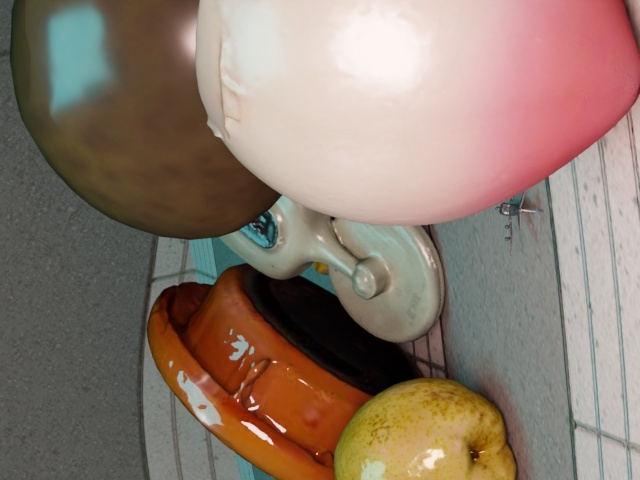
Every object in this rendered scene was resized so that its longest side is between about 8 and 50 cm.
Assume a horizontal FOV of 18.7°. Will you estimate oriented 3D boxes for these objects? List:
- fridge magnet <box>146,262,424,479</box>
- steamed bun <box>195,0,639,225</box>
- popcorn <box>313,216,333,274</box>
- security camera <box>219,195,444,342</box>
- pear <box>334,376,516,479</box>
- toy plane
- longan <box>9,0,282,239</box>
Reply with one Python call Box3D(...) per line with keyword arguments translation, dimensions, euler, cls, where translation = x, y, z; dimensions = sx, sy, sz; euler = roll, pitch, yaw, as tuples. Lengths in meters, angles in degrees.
Box3D(translation=(-0.020, 0.154, 2.091), dimensions=(0.155, 0.363, 0.363), euler=(-56, 29, 16), cls="fridge magnet")
Box3D(translation=(0.084, -0.144, 1.328), dimensions=(0.309, 0.309, 0.309), euler=(167, 90, -79), cls="steamed bun")
Box3D(translation=(-0.006, -0.056, 2.158), dimensions=(0.163, 0.140, 0.194), euler=(-30, 83, 52), cls="popcorn")
Box3D(translation=(0.000, 0.000, 2.023), dimensions=(0.301, 0.080, 0.157), euler=(36, 130, 27), cls="security camera")
Box3D(translation=(0.105, 0.213, 1.863), dimensions=(0.178, 0.178, 0.178), euler=(167, 90, -79), cls="pear")
Box3D(translation=(0.162, -0.025, 1.629), dimensions=(0.084, 0.024, 0.078), euler=(-172, 87, -78), cls="toy plane")
Box3D(translation=(-0.115, -0.202, 1.886), dimensions=(0.336, 0.404, 0.404), euler=(-59, -40, -74), cls="longan")
